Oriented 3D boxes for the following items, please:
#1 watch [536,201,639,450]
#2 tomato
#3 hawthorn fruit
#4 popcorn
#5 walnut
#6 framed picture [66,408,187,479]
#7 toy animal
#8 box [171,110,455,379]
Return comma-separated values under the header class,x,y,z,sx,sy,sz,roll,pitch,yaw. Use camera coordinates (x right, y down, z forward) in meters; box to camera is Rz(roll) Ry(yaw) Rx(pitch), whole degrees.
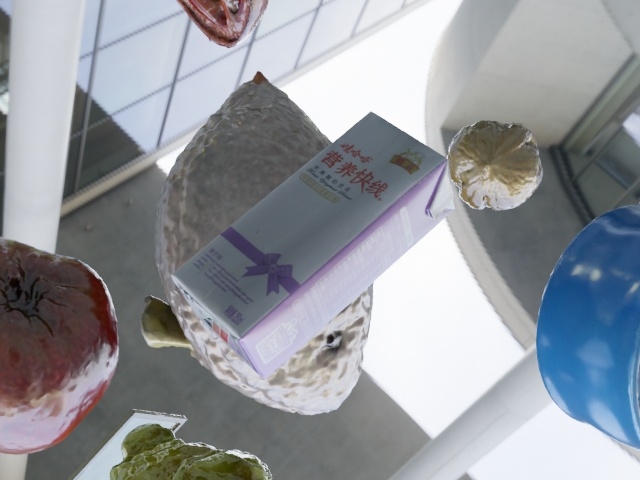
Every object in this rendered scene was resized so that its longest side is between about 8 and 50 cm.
class,x,y,z,sx,sy,sz,roll,pitch,yaw
watch,0.358,0.112,0.883,0.274,0.241,0.305,-24,-70,-23
tomato,-0.170,-0.471,1.608,0.228,0.228,0.101,44,-124,11
hawthorn fruit,-0.266,0.100,0.766,0.179,0.200,0.179,11,-128,-15
popcorn,-0.147,0.335,1.050,0.241,0.235,0.250,27,-155,-16
walnut,0.278,-0.122,1.433,0.155,0.155,0.184,38,-163,7
framed picture,-0.287,0.312,1.237,0.201,0.136,0.010,-47,-116,5
toy animal,-0.056,0.000,0.901,0.226,0.188,0.359,-1,-105,-44
box,0.000,0.000,0.376,0.117,0.036,0.050,-39,-125,-16
